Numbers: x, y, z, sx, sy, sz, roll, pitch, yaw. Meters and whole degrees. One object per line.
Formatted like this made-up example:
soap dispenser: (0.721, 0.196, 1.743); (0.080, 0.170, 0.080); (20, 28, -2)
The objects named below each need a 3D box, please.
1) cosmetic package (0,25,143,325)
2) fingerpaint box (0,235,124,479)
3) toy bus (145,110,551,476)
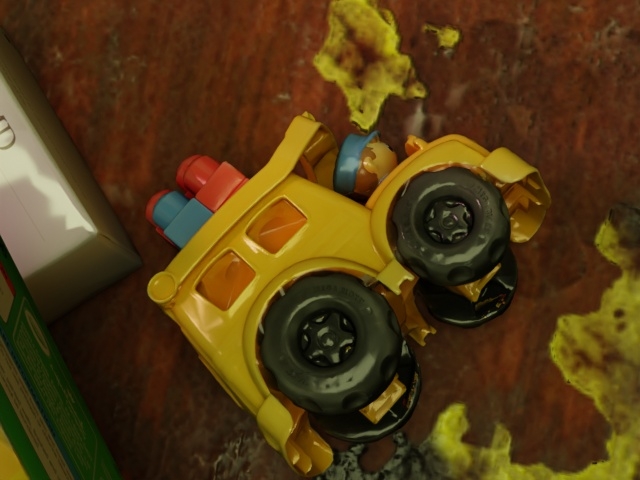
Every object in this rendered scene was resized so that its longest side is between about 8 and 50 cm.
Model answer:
cosmetic package: (-0.316, 0.024, 0.822); (0.366, 0.155, 0.197); (-34, 82, -1)
fingerpaint box: (-0.260, 0.203, 0.617); (0.371, 0.163, 0.444); (-24, 107, 0)
toy bus: (0.000, 0.000, 0.836); (0.211, 0.149, 0.220); (42, 85, 20)
